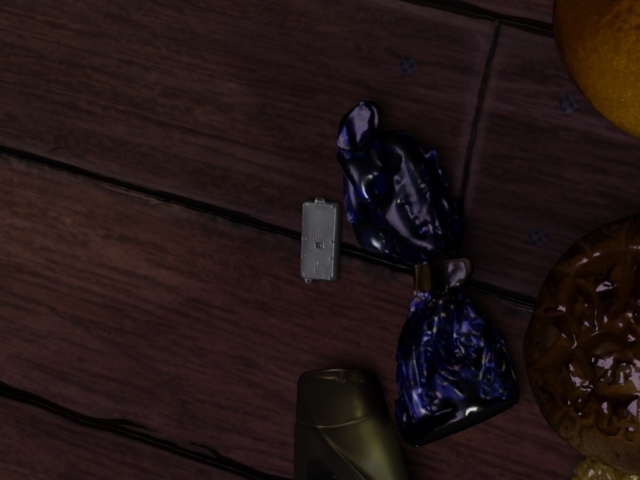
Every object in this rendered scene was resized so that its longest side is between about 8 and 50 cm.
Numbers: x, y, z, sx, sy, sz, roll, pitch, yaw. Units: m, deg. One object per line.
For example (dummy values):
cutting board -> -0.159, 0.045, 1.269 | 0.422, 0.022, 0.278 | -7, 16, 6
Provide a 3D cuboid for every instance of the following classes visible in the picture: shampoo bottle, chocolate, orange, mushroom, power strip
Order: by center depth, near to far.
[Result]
orange -> 0.330, -0.194, 1.529 | 0.264, 0.264, 0.264 | 3, 98, 22
mushroom -> 0.308, 0.094, 1.614 | 0.253, 0.153, 0.253 | -6, 75, 21
chocolate -> 0.102, 0.023, 1.729 | 0.148, 0.126, 0.343 | -26, 77, 60
shampoo bottle -> 0.037, 0.297, 1.737 | 0.126, 0.084, 0.350 | -15, 69, 18
power strip -> 0.000, 0.000, 1.808 | 0.040, 0.016, 0.090 | 5, 98, 22

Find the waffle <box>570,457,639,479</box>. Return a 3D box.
waffle -> 0.300, 0.288, 1.673 | 0.191, 0.038, 0.191 | 42, 144, 42
